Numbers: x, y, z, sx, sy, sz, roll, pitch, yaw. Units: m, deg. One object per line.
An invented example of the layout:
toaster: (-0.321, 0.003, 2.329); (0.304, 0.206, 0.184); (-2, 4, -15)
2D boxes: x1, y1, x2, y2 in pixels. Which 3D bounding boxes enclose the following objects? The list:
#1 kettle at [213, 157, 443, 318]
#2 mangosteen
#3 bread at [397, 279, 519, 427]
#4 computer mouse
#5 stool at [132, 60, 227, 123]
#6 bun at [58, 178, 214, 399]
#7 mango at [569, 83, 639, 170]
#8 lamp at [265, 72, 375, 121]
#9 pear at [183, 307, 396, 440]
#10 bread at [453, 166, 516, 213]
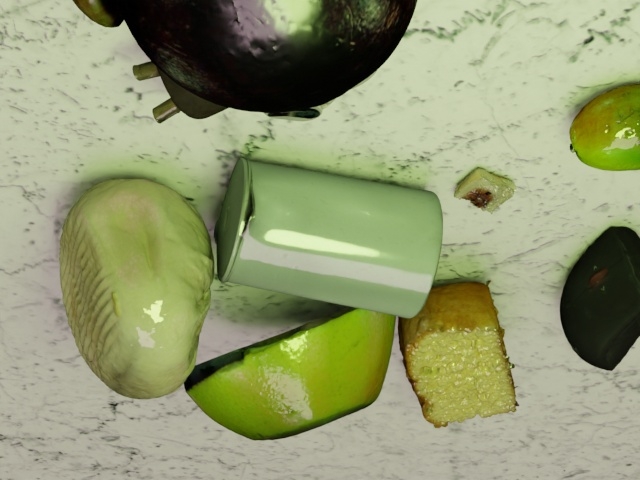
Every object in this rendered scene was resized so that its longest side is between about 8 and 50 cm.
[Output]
kettle: (0.004, -0.013, 1.962); (0.318, 0.265, 0.205); (9, 111, -14)
mangosteen: (-0.101, -0.319, 1.373); (0.435, 0.382, 0.382); (-1, 146, 23)
bread: (0.236, 0.173, 2.209); (0.194, 0.179, 0.340); (-10, 141, 9)
computer mouse: (0.472, 0.107, 2.123); (0.100, 0.170, 0.269); (-6, 144, -19)
stool: (-0.187, -0.243, 1.670); (0.121, 0.125, 0.217); (-16, 132, 23)
bun: (-0.276, 0.076, 1.967); (0.213, 0.361, 0.361); (-11, 149, -25)
mango: (0.474, -0.163, 1.804); (0.233, 0.111, 0.125); (-4, 149, 3)
lamp: (-0.015, -0.254, 1.668); (0.179, 0.108, 0.246); (8, 151, -18)
pear: (-0.029, 0.232, 2.119); (0.399, 0.165, 0.399); (-21, 176, -1)
bread: (0.260, -0.079, 1.978); (0.083, 0.035, 0.070); (25, 135, -27)
